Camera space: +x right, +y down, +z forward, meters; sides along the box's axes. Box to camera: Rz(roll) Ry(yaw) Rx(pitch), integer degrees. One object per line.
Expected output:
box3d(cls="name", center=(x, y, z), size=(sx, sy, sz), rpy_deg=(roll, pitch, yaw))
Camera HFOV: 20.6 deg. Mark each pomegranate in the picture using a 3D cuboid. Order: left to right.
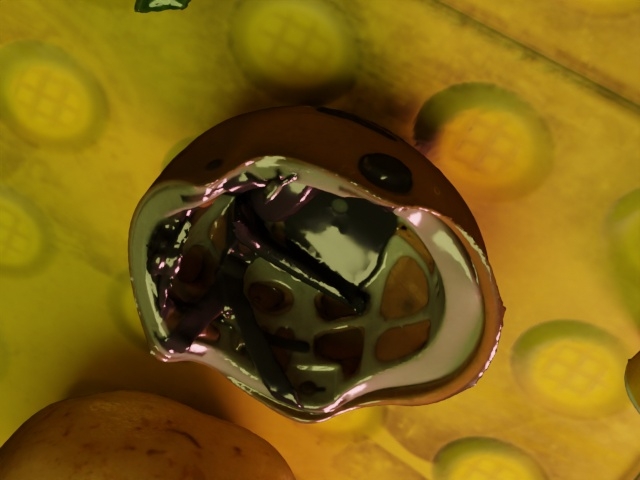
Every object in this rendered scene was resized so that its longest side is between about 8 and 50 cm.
box3d(cls="pomegranate", center=(-0.132, 0.251, 1.204), size=(0.307, 0.307, 0.307), rpy_deg=(10, 130, 13))

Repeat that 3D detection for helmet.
box3d(cls="helmet", center=(0.000, 0.000, 1.059), size=(0.224, 0.130, 0.198), rpy_deg=(14, 134, -4))

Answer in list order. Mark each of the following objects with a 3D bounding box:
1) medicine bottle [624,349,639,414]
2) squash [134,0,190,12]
box3d(cls="medicine bottle", center=(0.264, 0.035, 1.026), size=(0.074, 0.074, 0.218), rpy_deg=(33, 132, -7))
box3d(cls="squash", center=(-0.055, -0.282, 0.870), size=(0.107, 0.107, 0.395), rpy_deg=(17, 130, 7))
